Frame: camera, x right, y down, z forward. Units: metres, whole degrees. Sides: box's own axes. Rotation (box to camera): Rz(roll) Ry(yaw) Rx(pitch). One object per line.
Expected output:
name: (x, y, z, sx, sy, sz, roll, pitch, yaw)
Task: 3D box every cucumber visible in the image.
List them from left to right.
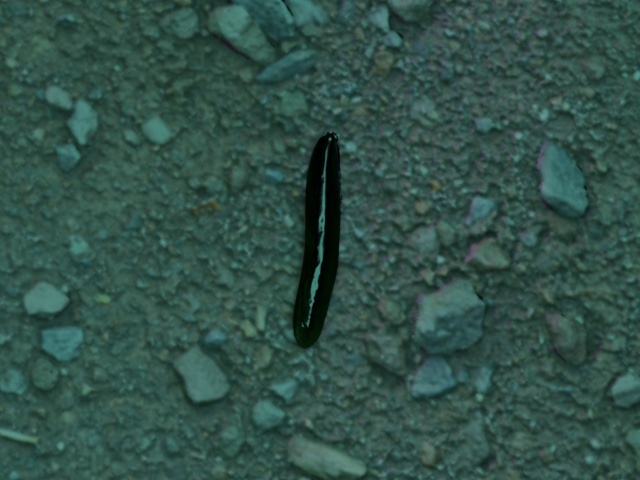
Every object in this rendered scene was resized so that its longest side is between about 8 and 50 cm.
cucumber: (0.000, 0.000, 1.613, 0.036, 0.033, 0.184, 12, 78, -29)
